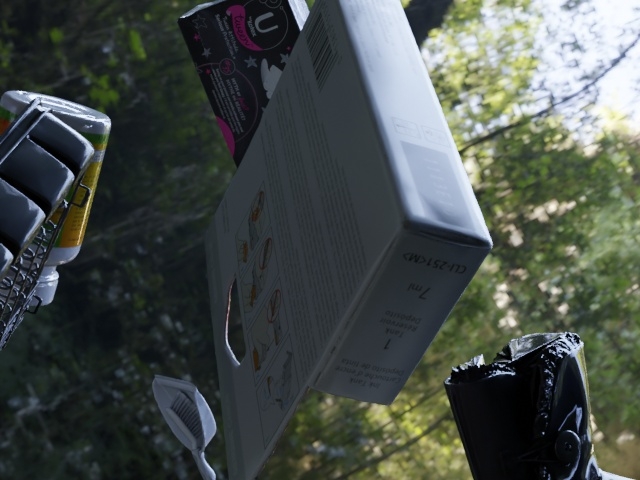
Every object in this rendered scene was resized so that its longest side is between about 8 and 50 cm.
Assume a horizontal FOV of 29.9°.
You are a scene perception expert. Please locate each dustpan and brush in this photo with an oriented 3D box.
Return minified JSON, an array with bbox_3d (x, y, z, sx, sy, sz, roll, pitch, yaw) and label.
[{"bbox_3d":[-0.217,0.335,2.051,0.147,0.060,0.211,2,-51,54],"label":"dustpan and brush"}]

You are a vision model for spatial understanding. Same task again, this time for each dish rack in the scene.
[{"bbox_3d":[-0.274,0.041,0.970,0.074,0.208,0.271,30,-48,-3],"label":"dish rack"}]

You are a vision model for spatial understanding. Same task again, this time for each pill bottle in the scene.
[{"bbox_3d":[-0.353,-0.050,1.482,0.136,0.136,0.245,25,-76,38],"label":"pill bottle"}]

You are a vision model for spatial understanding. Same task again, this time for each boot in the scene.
[{"bbox_3d":[0.224,0.175,0.978,0.094,0.246,0.207,-9,-90,65],"label":"boot"}]

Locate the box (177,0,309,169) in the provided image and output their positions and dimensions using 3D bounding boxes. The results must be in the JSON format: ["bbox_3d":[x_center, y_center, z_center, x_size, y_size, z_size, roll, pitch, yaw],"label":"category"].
[{"bbox_3d":[-0.057,-0.197,1.509,0.142,0.163,0.247,-18,-75,10],"label":"box"}]

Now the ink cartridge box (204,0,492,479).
[{"bbox_3d":[0.000,0.000,0.770,0.275,0.060,0.239,-102,-148,-50],"label":"ink cartridge box"}]
